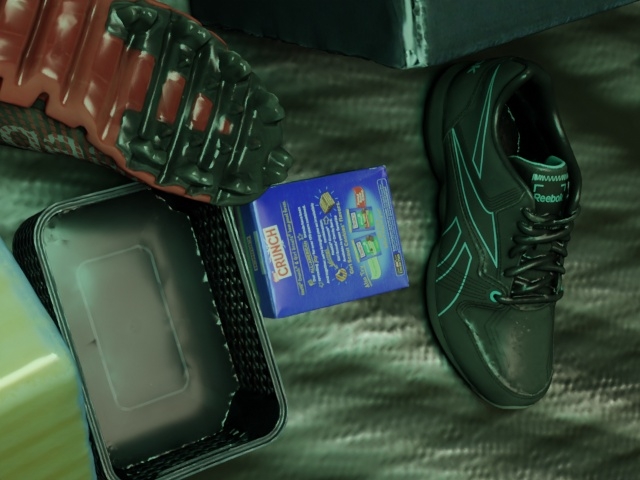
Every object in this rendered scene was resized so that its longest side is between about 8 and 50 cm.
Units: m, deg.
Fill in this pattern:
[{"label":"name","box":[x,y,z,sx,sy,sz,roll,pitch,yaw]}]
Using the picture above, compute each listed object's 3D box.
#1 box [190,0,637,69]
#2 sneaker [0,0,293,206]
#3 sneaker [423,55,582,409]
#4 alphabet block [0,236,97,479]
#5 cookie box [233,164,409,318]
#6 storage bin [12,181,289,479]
[{"label":"box","box":[0.141,-0.400,0.631,0.480,0.297,0.471,-20,113,-25]},{"label":"sneaker","box":[-0.148,-0.094,0.591,0.276,0.135,0.097,23,76,-27]},{"label":"sneaker","box":[0.136,-0.006,0.772,0.101,0.106,0.267,-9,91,-26]},{"label":"alphabet block","box":[-0.239,0.082,0.509,0.197,0.193,0.192,-26,58,-24]},{"label":"cookie box","box":[0.000,0.000,0.743,0.107,0.040,0.091,-12,91,-25]},{"label":"storage bin","box":[-0.109,0.055,0.666,0.122,0.084,0.180,-18,93,-24]}]
